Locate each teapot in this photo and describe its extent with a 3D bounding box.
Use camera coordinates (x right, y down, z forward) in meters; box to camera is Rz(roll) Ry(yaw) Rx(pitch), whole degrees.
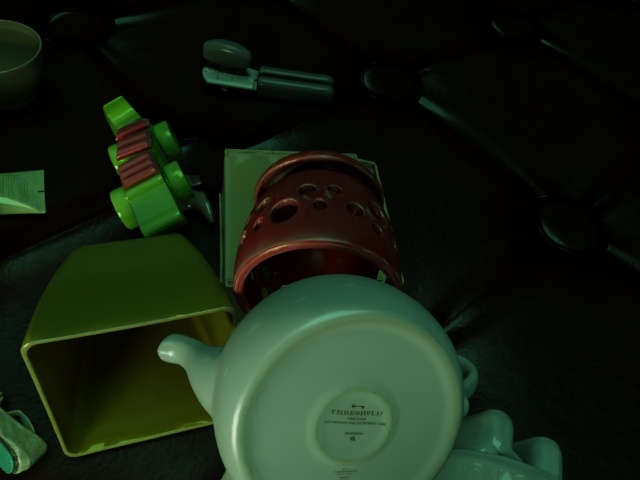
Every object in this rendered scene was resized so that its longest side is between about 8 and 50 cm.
[{"bbox_3d":[0.011,0.139,0.546,0.252,0.187,0.256,-40,109,-3],"label":"teapot"}]

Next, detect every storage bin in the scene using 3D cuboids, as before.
[{"bbox_3d":[-0.028,-0.007,0.843,0.260,0.123,0.263,1,53,-11],"label":"storage bin"}]

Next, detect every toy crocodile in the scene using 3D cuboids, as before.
[{"bbox_3d":[-0.283,-0.122,0.855,0.115,0.105,0.341,-25,45,-4],"label":"toy crocodile"}]

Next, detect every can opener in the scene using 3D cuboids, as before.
[{"bbox_3d":[-0.107,-0.340,1.108,0.280,0.093,0.074,9,51,-10],"label":"can opener"}]

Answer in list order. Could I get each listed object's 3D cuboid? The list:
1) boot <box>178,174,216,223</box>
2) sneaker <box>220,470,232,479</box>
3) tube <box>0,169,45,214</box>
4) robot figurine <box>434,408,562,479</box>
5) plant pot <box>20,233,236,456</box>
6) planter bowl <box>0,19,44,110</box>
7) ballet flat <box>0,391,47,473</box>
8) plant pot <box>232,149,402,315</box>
[{"bbox_3d":[-0.234,-0.064,0.903,0.086,0.042,0.119,-19,57,-16],"label":"boot"},{"bbox_3d":[-0.078,0.274,0.636,0.080,0.094,0.212,18,52,2],"label":"sneaker"},{"bbox_3d":[-0.562,-0.067,0.833,0.239,0.062,0.070,-8,98,-22],"label":"tube"},{"bbox_3d":[0.163,0.361,0.546,0.299,0.200,0.354,27,52,-7],"label":"robot figurine"},{"bbox_3d":[-0.228,0.110,0.675,0.212,0.212,0.187,-9,41,-17],"label":"plant pot"},{"bbox_3d":[-0.583,-0.309,0.975,0.161,0.109,0.162,5,53,-7],"label":"planter bowl"},{"bbox_3d":[-0.402,0.216,0.655,0.168,0.057,0.052,39,28,14],"label":"ballet flat"},{"bbox_3d":[0.000,0.000,0.647,0.190,0.191,0.174,8,49,-5],"label":"plant pot"}]
